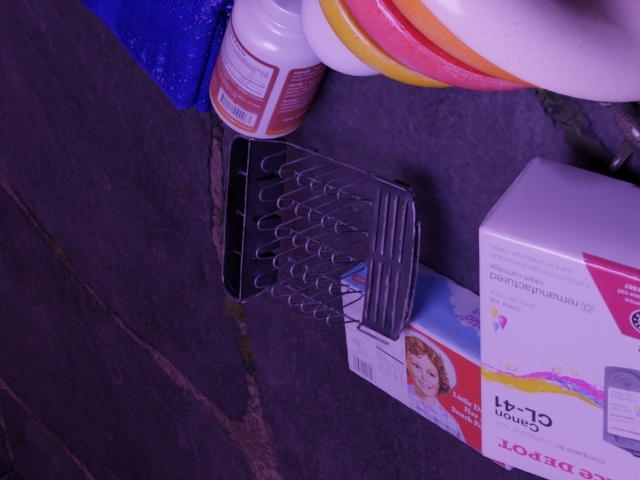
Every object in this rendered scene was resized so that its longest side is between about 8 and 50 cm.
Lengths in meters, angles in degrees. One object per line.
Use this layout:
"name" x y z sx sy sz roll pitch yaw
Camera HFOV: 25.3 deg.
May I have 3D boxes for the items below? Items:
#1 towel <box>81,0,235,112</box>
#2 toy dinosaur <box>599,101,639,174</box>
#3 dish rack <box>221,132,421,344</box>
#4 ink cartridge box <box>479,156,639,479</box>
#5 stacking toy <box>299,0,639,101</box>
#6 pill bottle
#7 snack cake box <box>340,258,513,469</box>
"towel" -0.229 -0.320 1.789 0.308 0.076 0.227 44 149 20
"toy dinosaur" 0.297 -0.103 1.183 0.160 0.121 0.313 55 148 16
"dish rack" 0.000 0.000 1.634 0.272 0.074 0.208 24 118 43
"ink cartridge box" 0.274 0.099 1.357 0.226 0.131 0.306 17 133 26
"stacking toy" 0.100 -0.227 1.137 0.350 0.351 0.480 58 154 -3
"pill bottle" -0.046 -0.217 1.575 0.121 0.121 0.216 49 149 13
"snack cake box" 0.148 0.132 1.663 0.264 0.089 0.152 30 140 37
